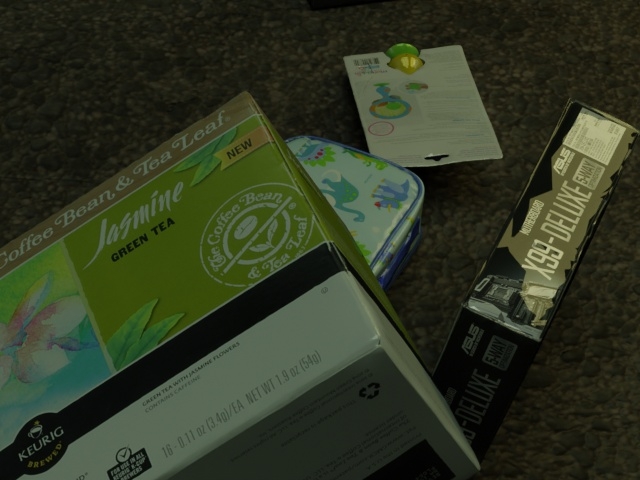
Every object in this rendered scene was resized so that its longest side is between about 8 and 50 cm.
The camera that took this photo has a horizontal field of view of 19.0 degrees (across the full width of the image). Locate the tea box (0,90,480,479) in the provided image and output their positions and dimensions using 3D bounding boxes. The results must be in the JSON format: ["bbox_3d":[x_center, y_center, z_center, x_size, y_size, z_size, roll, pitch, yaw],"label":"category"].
[{"bbox_3d":[-0.100,0.115,1.589,0.329,0.220,0.323,-33,46,4],"label":"tea box"}]

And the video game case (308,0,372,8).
[{"bbox_3d":[0.072,-0.392,2.373,0.248,0.035,0.275,-9,44,-14],"label":"video game case"}]

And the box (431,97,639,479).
[{"bbox_3d":[0.179,0.053,1.742,0.076,0.242,0.307,26,47,7],"label":"box"}]

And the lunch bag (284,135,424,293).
[{"bbox_3d":[0.000,0.000,1.903,0.176,0.090,0.219,18,45,16],"label":"lunch bag"}]

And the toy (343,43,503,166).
[{"bbox_3d":[0.108,-0.132,2.079,0.137,0.056,0.237,-6,39,-5],"label":"toy"}]
